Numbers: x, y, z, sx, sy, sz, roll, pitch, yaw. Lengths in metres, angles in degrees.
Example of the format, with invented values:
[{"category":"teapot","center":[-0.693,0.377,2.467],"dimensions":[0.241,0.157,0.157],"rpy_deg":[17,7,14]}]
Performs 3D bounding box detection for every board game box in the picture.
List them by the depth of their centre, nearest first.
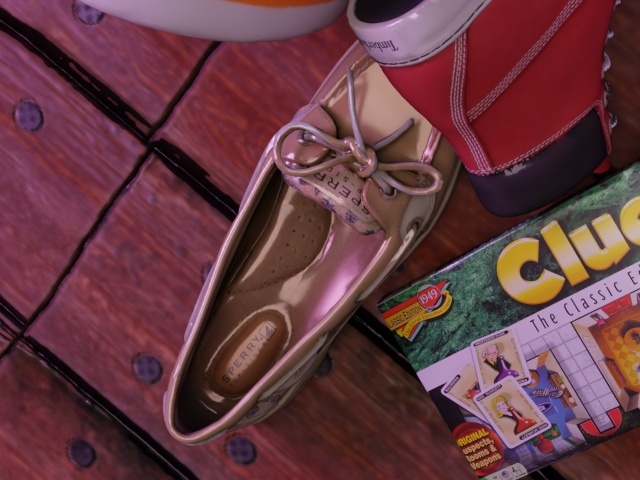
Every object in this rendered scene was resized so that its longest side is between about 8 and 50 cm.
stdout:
[{"category":"board game box","center":[0.172,0.034,0.567],"dimensions":[0.260,0.030,0.136],"rpy_deg":[-31,89,23]}]

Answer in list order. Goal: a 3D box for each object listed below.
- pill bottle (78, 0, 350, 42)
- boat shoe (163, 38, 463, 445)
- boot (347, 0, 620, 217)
[{"category":"pill bottle","center":[-0.017,-0.303,0.416],"dimensions":[0.224,0.224,0.392],"rpy_deg":[31,124,7]},{"category":"boat shoe","center":[0.000,0.000,0.586],"dimensions":[0.105,0.089,0.285],"rpy_deg":[30,105,8]},{"category":"boot","center":[0.142,-0.137,0.539],"dimensions":[0.244,0.088,0.176],"rpy_deg":[-49,126,-9]}]
